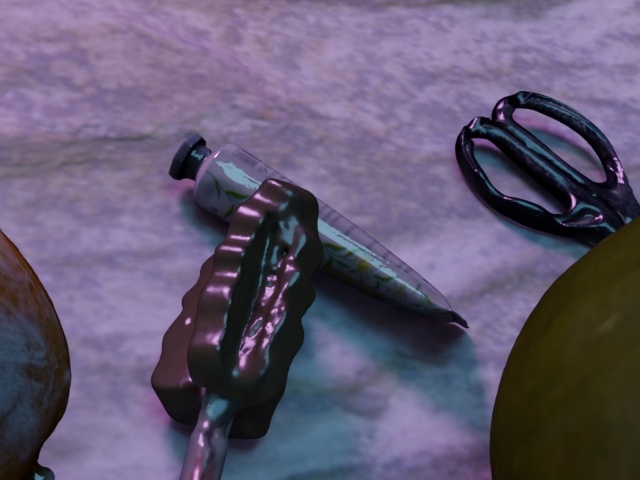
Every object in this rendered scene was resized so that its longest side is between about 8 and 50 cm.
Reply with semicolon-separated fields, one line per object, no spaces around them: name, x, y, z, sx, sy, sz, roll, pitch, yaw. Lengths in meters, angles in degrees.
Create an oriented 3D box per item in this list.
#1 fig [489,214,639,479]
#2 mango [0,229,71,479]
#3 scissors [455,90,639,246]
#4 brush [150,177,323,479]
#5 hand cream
fig;0.245;0.084;0.792;0.316;0.316;0.316;11;46;-11
mango;-0.292;0.031;0.710;0.384;0.221;0.199;21;1;0
scissors;0.213;0.012;1.055;0.300;0.022;0.109;41;51;17
brush;-0.057;0.097;0.837;0.071;0.084;0.301;19;50;-5
hand cream;0.000;0.000;0.966;0.194;0.067;0.042;32;83;11
